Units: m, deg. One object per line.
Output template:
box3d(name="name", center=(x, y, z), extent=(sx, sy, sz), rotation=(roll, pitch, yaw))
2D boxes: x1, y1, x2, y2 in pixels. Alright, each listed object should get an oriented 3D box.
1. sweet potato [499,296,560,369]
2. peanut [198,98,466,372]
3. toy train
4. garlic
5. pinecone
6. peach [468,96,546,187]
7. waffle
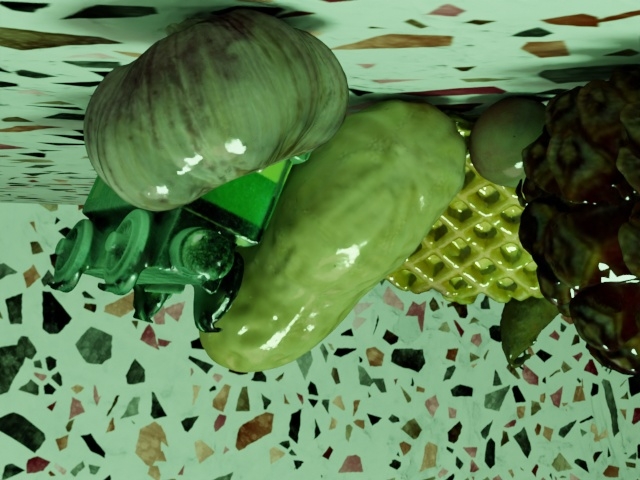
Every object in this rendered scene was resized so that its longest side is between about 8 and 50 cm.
box3d(name="sweet potato", center=(0.346, -0.005, 1.231), extent=(0.423, 0.130, 0.130), rotation=(-29, -168, -25))
box3d(name="peanut", center=(0.000, 0.000, 0.971), extent=(0.319, 0.147, 0.147), rotation=(-45, 160, 19))
box3d(name="toy train", center=(-0.137, -0.028, 0.974), extent=(0.120, 0.202, 0.301), rotation=(28, 167, -24))
box3d(name="garlic", center=(-0.064, -0.083, 0.641), extent=(0.159, 0.102, 0.147), rotation=(-24, -176, -17))
box3d(name="pinecone", center=(0.285, -0.008, 0.778), extent=(0.298, 0.242, 0.296), rotation=(10, 171, -11))
box3d(name="peach", center=(0.168, -0.085, 0.938), extent=(0.083, 0.083, 0.083), rotation=(0, 179, 0))
box3d(name="waffle", center=(0.139, -0.028, 1.079), extent=(0.245, 0.052, 0.254), rotation=(6, 136, 6))
